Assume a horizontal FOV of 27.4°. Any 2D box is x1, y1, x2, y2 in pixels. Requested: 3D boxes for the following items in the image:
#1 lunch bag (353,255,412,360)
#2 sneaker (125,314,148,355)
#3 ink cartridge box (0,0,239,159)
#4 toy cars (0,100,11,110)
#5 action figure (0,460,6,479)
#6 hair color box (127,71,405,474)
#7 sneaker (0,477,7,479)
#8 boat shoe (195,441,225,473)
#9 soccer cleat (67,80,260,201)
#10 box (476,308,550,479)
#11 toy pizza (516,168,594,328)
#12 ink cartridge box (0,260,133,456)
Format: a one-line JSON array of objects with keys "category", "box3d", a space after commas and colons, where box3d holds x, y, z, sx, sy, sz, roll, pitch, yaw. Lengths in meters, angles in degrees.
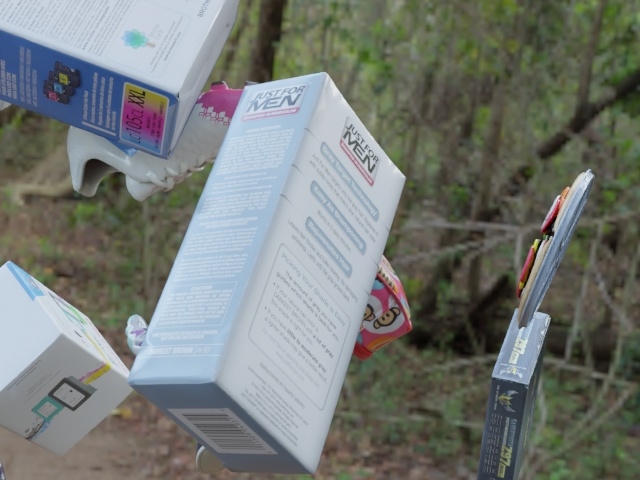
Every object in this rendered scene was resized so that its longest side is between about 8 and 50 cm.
[{"category": "lunch bag", "box3d": [0.000, 0.000, 1.806, 0.293, 0.120, 0.258, 49, 12, -27]}, {"category": "sneaker", "box3d": [-0.166, 0.114, 1.405, 0.069, 0.098, 0.038, -30, -21, 21]}, {"category": "ink cartridge box", "box3d": [-0.322, -0.299, 1.652, 0.396, 0.270, 0.151, 21, -36, -1]}, {"category": "toy cars", "box3d": [-0.401, -0.369, 1.809, 0.087, 0.393, 0.176, 7, -11, 25]}, {"category": "action figure", "box3d": [-0.496, 0.303, 1.907, 0.099, 0.285, 0.185, -22, -27, -7]}, {"category": "hair color box", "box3d": [-0.043, 0.031, 1.355, 0.114, 0.374, 0.185, -5, -38, 34]}, {"category": "sneaker", "box3d": [-0.254, 0.316, 1.000, 0.130, 0.330, 0.147, 23, 36, 7]}, {"category": "boat shoe", "box3d": [-0.152, 0.274, 1.980, 0.075, 0.206, 0.065, -7, 48, -22]}, {"category": "soccer cleat", "box3d": [-0.188, -0.123, 1.760, 0.331, 0.143, 0.116, -4, -17, 22]}, {"category": "box", "box3d": [0.282, 0.245, 1.931, 0.059, 0.232, 0.183, 12, 32, 15]}, {"category": "toy pizza", "box3d": [0.263, 0.007, 1.515, 0.032, 0.201, 0.201, 24, 12, 13]}, {"category": "ink cartridge box", "box3d": [-0.493, 0.210, 2.274, 0.198, 0.197, 0.270, 46, -2, 32]}]
